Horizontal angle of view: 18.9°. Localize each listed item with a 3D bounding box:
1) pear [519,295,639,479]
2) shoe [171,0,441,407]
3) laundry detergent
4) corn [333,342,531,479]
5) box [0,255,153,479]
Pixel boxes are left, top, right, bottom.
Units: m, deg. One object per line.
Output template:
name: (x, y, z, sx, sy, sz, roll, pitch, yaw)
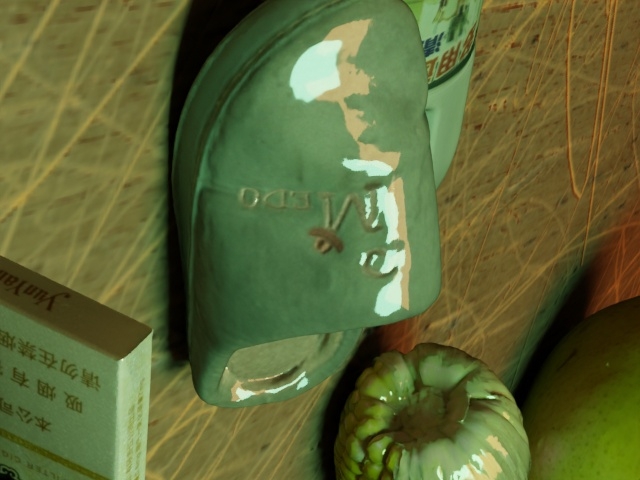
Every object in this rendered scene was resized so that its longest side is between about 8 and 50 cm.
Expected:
pear: (0.265, 0.190, 1.595, 0.336, 0.285, 0.285, -23, 160, 6)
shoe: (0.000, 0.000, 0.822, 0.103, 0.100, 0.251, -23, 145, -27)
laundry detergent: (0.030, -0.071, 0.896, 0.099, 0.070, 0.226, -47, 155, -44)
corn: (0.077, 0.173, 1.230, 0.122, 0.123, 0.305, -53, 159, -22)
box: (-0.104, 0.079, 0.685, 0.024, 0.090, 0.167, -47, 153, -44)
